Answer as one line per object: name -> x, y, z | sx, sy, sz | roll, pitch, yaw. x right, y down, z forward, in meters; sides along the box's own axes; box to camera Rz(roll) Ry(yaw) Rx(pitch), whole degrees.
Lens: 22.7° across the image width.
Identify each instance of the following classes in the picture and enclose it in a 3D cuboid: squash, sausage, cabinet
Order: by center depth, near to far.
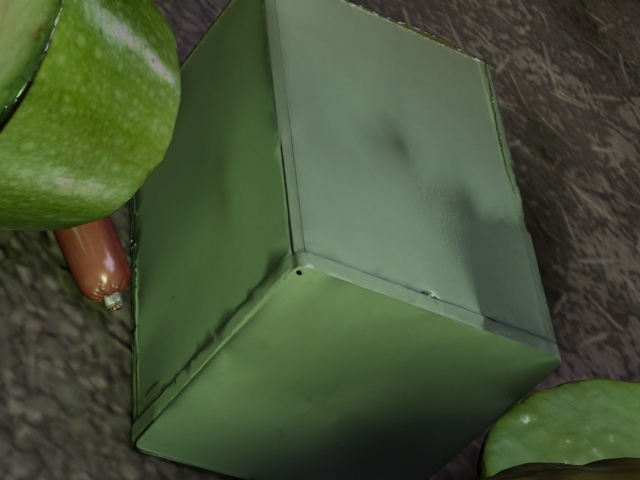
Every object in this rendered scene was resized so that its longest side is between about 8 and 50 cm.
squash -> -0.146, -0.079, 0.715 | 0.123, 0.170, 0.170 | 24, 38, -53
cabinet -> 0.000, 0.000, 0.789 | 0.145, 0.150, 0.206 | 20, 42, -27
sausage -> -0.142, -0.059, 0.802 | 0.029, 0.029, 0.223 | 1, 54, -47

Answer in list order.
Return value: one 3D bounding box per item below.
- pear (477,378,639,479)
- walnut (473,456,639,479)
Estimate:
pear -> 0.171, 0.187, 0.813 | 0.239, 0.139, 0.288 | 38, 35, 12
walnut -> 0.077, 0.210, 0.536 | 0.277, 0.253, 0.282 | -12, 103, -29
